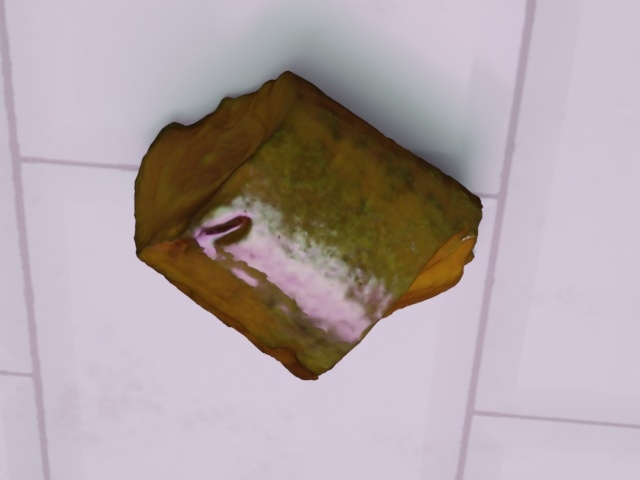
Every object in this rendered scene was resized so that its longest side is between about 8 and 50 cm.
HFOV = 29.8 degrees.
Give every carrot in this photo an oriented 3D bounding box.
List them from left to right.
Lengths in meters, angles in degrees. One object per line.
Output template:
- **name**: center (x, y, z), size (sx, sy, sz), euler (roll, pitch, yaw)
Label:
- **carrot**: center (0.000, 0.000, 1.125), size (0.341, 0.241, 0.241), euler (35, 119, -15)
